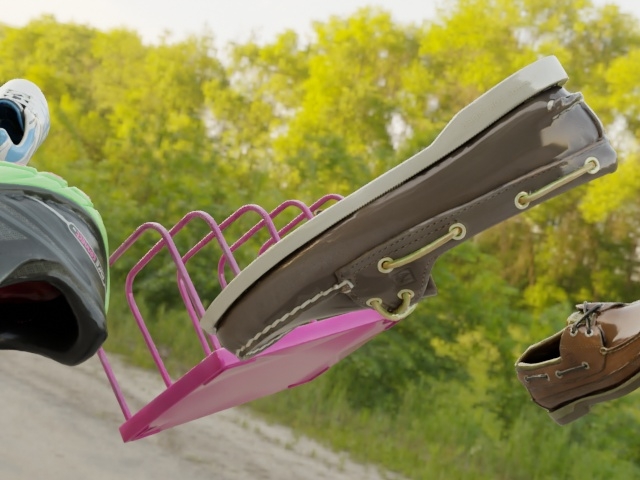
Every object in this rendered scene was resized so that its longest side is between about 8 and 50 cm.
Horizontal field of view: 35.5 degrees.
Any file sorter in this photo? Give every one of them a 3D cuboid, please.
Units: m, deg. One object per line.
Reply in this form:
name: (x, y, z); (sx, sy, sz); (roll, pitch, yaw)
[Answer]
file sorter: (-0.089, 0.071, 1.121); (0.290, 0.182, 0.202); (-11, -21, -46)

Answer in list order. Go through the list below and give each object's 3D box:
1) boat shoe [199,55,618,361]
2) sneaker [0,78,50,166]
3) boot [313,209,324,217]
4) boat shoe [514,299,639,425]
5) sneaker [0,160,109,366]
boat shoe: (0.062, -0.002, 0.729); (0.097, 0.324, 0.116); (55, 3, 5)
sneaker: (-0.378, -0.150, 1.232); (0.085, 0.086, 0.237); (17, 29, -14)
boot: (0.000, 0.000, 1.307); (0.158, 0.085, 0.059); (-19, 21, 37)
boat shoe: (0.340, 0.130, 1.222); (0.104, 0.110, 0.307); (43, -40, 5)
sneaker: (-0.373, 0.023, 0.822); (0.482, 0.185, 0.202); (5, 48, -42)
